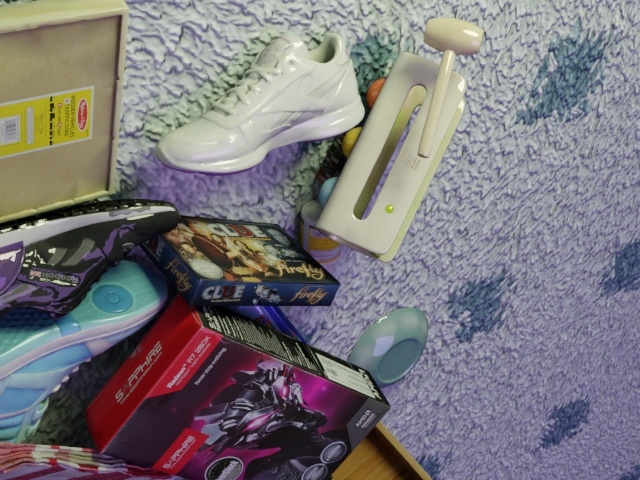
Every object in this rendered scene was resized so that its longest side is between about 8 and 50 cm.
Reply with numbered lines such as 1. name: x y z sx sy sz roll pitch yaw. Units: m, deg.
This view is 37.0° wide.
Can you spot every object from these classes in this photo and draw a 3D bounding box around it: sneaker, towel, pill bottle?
1. sneaker: -0.302 0.027 1.152 0.283 0.107 0.124 -14 101 -24
2. towel: -0.374 0.324 1.312 0.237 0.037 0.329 -20 155 33
3. sneaker: -0.350 0.151 1.236 0.319 0.127 0.208 -19 140 -32
4. pill bottle: 0.000 0.000 1.459 0.065 0.065 0.116 -21 135 -28
5. sneaker: -0.083 -0.179 1.224 0.305 0.114 0.152 -25 122 -30

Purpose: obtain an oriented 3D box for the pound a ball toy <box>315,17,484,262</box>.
1. pound a ball toy: 0.098 -0.144 1.313 0.319 0.136 0.208 -65 170 -3

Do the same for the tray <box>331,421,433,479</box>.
1. tray: -0.003 0.520 1.778 0.411 0.203 0.076 -36 146 -13

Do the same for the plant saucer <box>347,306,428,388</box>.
1. plant saucer: 0.136 0.213 1.782 0.195 0.037 0.194 -24 135 -27

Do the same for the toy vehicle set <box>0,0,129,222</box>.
1. toy vehicle set: -0.304 -0.140 1.058 0.166 0.035 0.266 -17 142 -32

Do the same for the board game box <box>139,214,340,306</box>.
1. board game box: -0.112 0.027 1.303 0.243 0.165 0.042 4 119 -44

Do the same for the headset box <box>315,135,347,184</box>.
1. headset box: 0.035 -0.109 1.424 0.062 0.032 0.083 7 118 -44

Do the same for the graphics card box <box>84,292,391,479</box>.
1. graphics card box: -0.106 0.236 1.340 0.371 0.094 0.232 29 106 -38

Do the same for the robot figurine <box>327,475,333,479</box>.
1. robot figurine: -0.072 0.467 1.644 0.211 0.291 0.085 -51 -175 5

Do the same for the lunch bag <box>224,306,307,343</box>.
1. lunch bag: -0.135 0.190 1.427 0.221 0.138 0.293 -34 137 -2
